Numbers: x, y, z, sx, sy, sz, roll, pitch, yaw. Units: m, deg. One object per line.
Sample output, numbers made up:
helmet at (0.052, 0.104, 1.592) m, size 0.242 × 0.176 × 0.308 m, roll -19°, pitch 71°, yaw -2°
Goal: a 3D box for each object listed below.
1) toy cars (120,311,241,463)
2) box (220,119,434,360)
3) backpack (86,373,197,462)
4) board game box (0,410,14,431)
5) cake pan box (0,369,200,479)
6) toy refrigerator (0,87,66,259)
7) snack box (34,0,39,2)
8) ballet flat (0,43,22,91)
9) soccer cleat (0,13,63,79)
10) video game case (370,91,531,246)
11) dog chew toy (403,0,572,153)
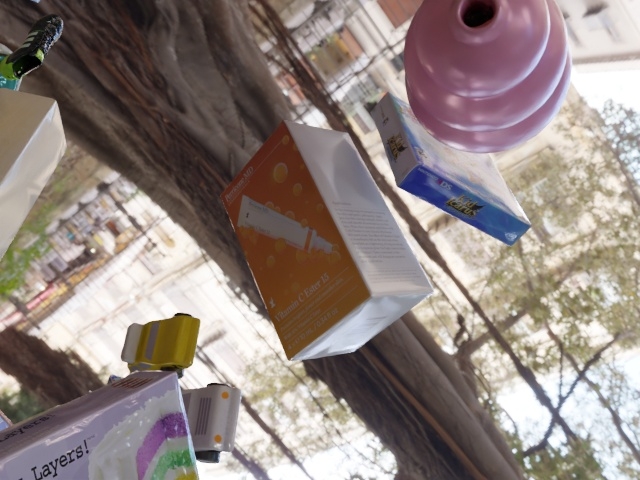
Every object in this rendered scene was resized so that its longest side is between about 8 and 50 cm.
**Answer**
toy cars at (-0.231, 0.208, 0.906) m, size 0.176 × 0.087 × 0.394 m, roll -62°, pitch -149°, yaw 6°
box at (0.000, 0.000, 1.065) m, size 0.168 × 0.345 × 0.215 m, roll 2°, pitch 144°, yaw -46°
backpack at (-0.342, 0.380, 1.149) m, size 0.191 × 0.225 × 0.253 m, roll -62°, pitch -156°, yaw 3°
board game box at (-0.508, 0.267, 0.884) m, size 0.027 × 0.281 × 0.145 m, roll -36°, pitch -168°, yaw 1°
cake pan box at (-0.210, 0.270, 0.525) m, size 0.070 × 0.245 × 0.267 m, roll -10°, pitch -176°, yaw 33°
toy refrigerator at (-0.458, -0.084, 0.857) m, size 0.102 × 0.094 × 0.269 m, roll 104°, pitch -2°, yaw -52°
snack box at (-0.552, -0.502, 0.989) m, size 0.070 × 0.207 × 0.174 m, roll -38°, pitch 165°, yaw 23°
ballet flat at (-0.782, -0.272, 1.402) m, size 0.400 × 0.139 × 0.139 m, roll -59°, pitch -175°, yaw 22°
soccer cleat at (-0.588, -0.398, 1.278) m, size 0.072 × 0.060 × 0.179 m, roll 21°, pitch -112°, yaw 32°
video game case at (0.232, -0.133, 1.119) m, size 0.061 × 0.270 × 0.244 m, roll -50°, pitch -150°, yaw 28°
dog chew toy at (0.187, -0.212, 0.711) m, size 0.207 × 0.206 × 0.332 m, roll -35°, pitch 172°, yaw 15°
